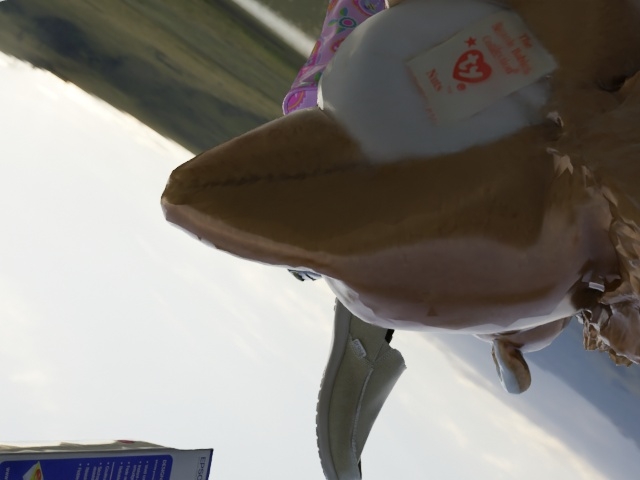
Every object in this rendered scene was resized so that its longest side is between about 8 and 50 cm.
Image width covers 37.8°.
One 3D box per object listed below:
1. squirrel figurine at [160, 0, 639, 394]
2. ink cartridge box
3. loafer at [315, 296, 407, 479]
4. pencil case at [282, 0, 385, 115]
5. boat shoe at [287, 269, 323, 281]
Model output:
[{"bbox_3d":[0.165,-0.001,0.645,0.397,0.281,0.370,21,163,28],"label":"squirrel figurine"},{"bbox_3d":[-0.273,0.303,0.992,0.069,0.175,0.371,8,176,40],"label":"ink cartridge box"},{"bbox_3d":[0.052,0.153,1.075,0.092,0.268,0.102,4,164,10],"label":"loafer"},{"bbox_3d":[0.039,-0.254,1.317,0.124,0.124,0.284,33,-131,-18],"label":"pencil case"},{"bbox_3d":[0.000,0.000,0.955,0.069,0.081,0.228,-3,-179,2],"label":"boat shoe"}]
